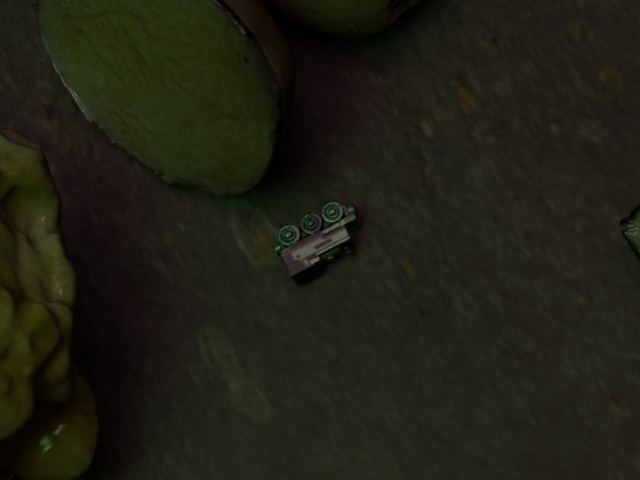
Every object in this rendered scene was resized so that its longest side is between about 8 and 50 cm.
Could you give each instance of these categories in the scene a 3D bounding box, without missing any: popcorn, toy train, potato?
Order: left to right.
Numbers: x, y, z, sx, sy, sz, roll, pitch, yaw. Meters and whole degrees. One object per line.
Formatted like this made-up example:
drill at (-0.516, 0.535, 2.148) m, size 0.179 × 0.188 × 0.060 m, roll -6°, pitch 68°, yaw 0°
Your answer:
popcorn at (-0.378, 0.064, 1.511) m, size 0.390 × 0.354 × 0.344 m, roll 6°, pitch 91°, yaw 14°
potato at (-0.120, -0.172, 1.630) m, size 0.299 × 0.239 × 0.116 m, roll 32°, pitch 41°, yaw 27°
toy train at (0.000, 0.000, 1.610) m, size 0.083 × 0.033 × 0.053 m, roll -27°, pitch 71°, yaw 3°

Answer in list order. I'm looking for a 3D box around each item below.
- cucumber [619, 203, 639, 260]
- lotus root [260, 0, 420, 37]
cucumber at (0.368, -0.042, 1.518) m, size 0.244 × 0.063 × 0.115 m, roll -44°, pitch 61°, yaw -5°
lotus root at (-0.042, -0.307, 1.669) m, size 0.343 × 0.151 × 0.169 m, roll 30°, pitch 81°, yaw 21°
